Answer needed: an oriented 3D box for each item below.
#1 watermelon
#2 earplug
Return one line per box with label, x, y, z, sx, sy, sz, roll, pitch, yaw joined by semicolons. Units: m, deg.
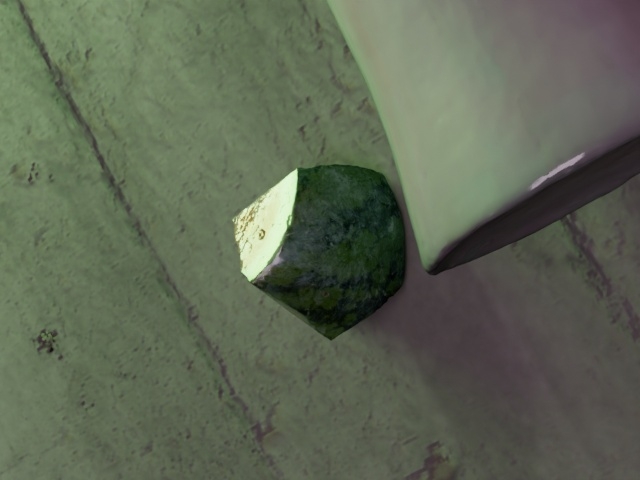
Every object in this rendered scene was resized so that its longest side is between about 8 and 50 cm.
watermelon;-0.001;-0.002;0.736;0.072;0.084;0.092;23;72;40
earplug;0.053;-0.156;0.634;0.172;0.172;0.301;-33;80;26
